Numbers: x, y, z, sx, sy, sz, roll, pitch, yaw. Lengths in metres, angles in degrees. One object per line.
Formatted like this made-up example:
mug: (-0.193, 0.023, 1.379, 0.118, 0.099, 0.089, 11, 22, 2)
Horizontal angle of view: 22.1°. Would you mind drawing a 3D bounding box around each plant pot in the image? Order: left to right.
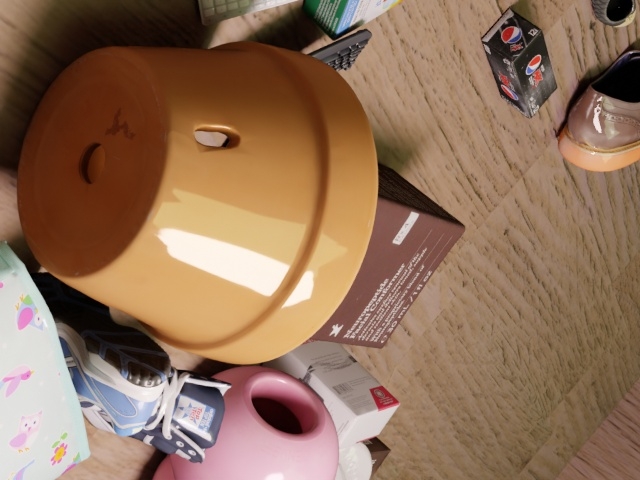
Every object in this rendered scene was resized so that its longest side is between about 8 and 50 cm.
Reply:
plant pot: (-0.125, -0.047, 1.423, 0.203, 0.291, 0.291, 14, 114, -45)

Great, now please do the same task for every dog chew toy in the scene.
dog chew toy: (-0.116, 0.308, 2.009, 0.207, 0.206, 0.332, -19, 149, -50)

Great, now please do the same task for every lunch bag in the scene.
lunch bag: (-0.335, 0.139, 1.420, 0.223, 0.160, 0.262, -37, 148, -27)

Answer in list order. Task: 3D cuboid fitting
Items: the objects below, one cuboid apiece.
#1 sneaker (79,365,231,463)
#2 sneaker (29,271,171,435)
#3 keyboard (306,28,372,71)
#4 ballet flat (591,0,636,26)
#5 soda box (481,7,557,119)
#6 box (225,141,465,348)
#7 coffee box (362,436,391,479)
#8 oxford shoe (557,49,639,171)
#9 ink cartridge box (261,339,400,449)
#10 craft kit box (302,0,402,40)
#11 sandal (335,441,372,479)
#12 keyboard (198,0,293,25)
sneaker: (-0.187, 0.151, 1.678, 0.282, 0.153, 0.099, 57, 51, -67)
sneaker: (-0.222, 0.099, 1.502, 0.080, 0.211, 0.081, -10, 127, -40)
keyboard: (-0.036, -0.155, 1.641, 0.180, 0.023, 0.108, -26, 175, -27)
ballet flat: (0.390, -0.315, 2.168, 0.057, 0.049, 0.173, -52, 156, 4)
soda box: (0.251, -0.220, 2.057, 0.060, 0.053, 0.169, -49, 156, -6)
box: (0.000, 0.000, 1.835, 0.191, 0.143, 0.381, -56, 154, 11)
coffee box: (-0.028, 0.369, 2.343, 0.246, 0.098, 0.141, -57, 155, 14)
oxford shoe: (0.497, -0.216, 2.403, 0.364, 0.130, 0.132, -29, 141, -40)
ink cartridge box: (0.009, 0.188, 2.096, 0.109, 0.150, 0.063, -9, 137, -56)
craft kit box: (0.112, -0.338, 1.605, 0.247, 0.061, 0.250, -31, 160, -32)
sandal: (-0.111, 0.394, 2.216, 0.416, 0.102, 0.169, -35, 129, -2)
keyboard: (0.010, -0.256, 1.508, 0.256, 0.014, 0.072, -17, 151, -8)
